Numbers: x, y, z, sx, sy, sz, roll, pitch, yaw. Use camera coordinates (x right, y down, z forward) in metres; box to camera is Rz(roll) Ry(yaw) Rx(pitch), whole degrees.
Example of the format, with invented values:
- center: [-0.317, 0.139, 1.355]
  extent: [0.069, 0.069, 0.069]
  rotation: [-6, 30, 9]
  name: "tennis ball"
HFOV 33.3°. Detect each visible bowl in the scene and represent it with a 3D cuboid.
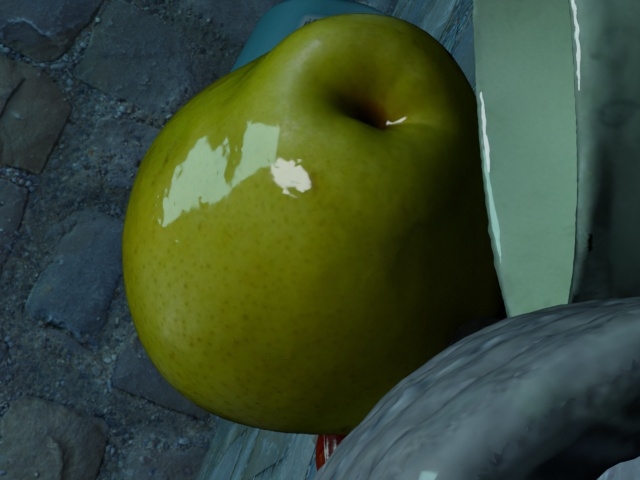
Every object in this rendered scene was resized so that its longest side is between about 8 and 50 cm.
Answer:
- center: [0.174, -0.087, 0.571]
  extent: [0.307, 0.163, 0.307]
  rotation: [173, 90, -89]
  name: "bowl"

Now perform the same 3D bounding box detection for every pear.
- center: [0.000, 0.000, 0.976]
  extent: [0.418, 0.362, 0.362]
  rotation: [116, 175, -54]
  name: "pear"

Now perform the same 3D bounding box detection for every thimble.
- center: [0.105, 0.126, 0.379]
  extent: [0.245, 0.217, 0.157]
  rotation: [-45, 6, -9]
  name: "thimble"

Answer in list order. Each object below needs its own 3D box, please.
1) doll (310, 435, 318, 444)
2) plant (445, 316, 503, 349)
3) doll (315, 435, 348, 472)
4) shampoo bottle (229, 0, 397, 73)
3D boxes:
- center: [0.032, 0.182, 1.318]
  extent: [0.160, 0.059, 0.161]
  rotation: [-79, 16, -63]
  name: "doll"
- center: [0.121, 0.123, 0.801]
  extent: [0.094, 0.092, 0.143]
  rotation: [-47, 11, 42]
  name: "plant"
- center: [0.032, 0.228, 1.093]
  extent: [0.102, 0.075, 0.227]
  rotation: [-41, 31, 37]
  name: "doll"
- center: [-0.002, -0.098, 1.433]
  extent: [0.342, 0.331, 0.331]
  rotation: [-66, 7, -22]
  name: "shampoo bottle"
